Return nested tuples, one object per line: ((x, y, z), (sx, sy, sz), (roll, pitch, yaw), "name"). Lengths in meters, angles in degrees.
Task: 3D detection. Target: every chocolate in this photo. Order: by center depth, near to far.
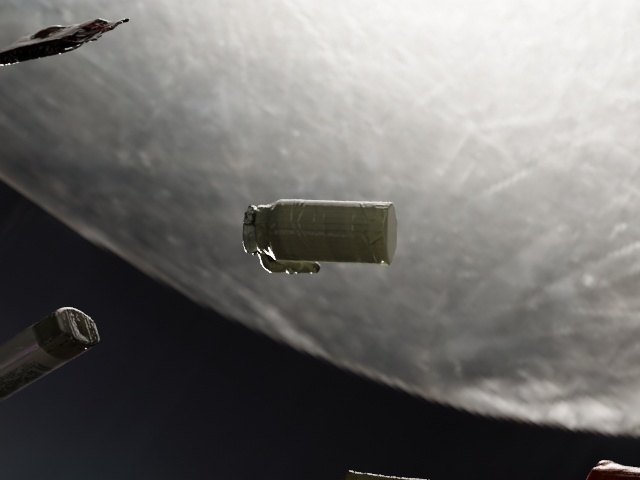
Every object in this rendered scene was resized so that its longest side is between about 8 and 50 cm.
((-0.310, -0.229, 1.641), (0.182, 0.086, 0.028), (-4, 114, 28), "chocolate")

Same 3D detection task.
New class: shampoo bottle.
((-0.389, 0.159, 1.793), (0.086, 0.227, 0.056), (21, -137, -61), "shampoo bottle")

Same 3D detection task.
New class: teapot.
((0.000, 0.000, 1.913), (0.200, 0.077, 0.107), (2, 128, 16), "teapot")

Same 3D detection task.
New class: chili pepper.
((0.445, 0.354, 2.066), (0.123, 0.073, 0.070), (-5, 112, 47), "chili pepper")

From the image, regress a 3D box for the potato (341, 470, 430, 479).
((0.183, 0.491, 2.508), (0.269, 0.112, 0.255), (32, 150, -9), "potato")
